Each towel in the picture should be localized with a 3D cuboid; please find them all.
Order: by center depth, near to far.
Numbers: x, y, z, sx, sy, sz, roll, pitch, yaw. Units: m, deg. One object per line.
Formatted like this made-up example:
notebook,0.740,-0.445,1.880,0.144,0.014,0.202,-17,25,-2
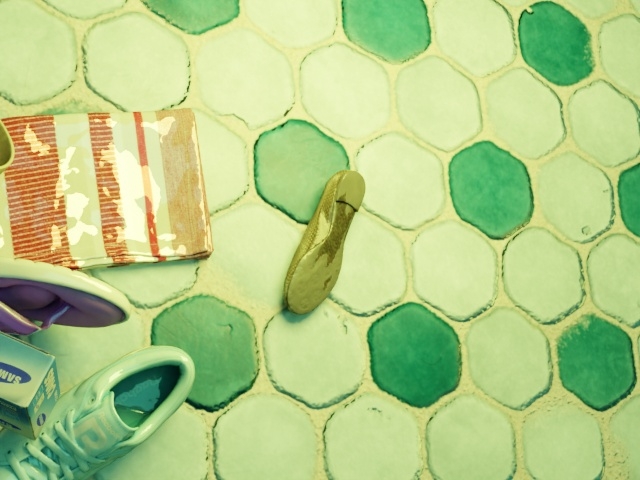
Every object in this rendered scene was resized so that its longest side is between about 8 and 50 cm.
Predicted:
towel,-0.327,-0.075,1.489,0.329,0.037,0.237,-6,80,-23

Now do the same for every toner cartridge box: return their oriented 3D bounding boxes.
toner cartridge box,-0.499,0.129,1.257,0.348,0.165,0.075,23,64,0

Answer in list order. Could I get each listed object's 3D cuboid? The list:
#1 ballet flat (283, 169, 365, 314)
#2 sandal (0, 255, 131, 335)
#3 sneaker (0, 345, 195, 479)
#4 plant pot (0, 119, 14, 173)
ballet flat,0.000,0.000,1.600,0.084,0.058,0.250,32,73,-36
sandal,-0.461,0.082,1.333,0.416,0.169,0.102,12,68,-7
sneaker,-0.321,0.253,1.354,0.366,0.150,0.135,-41,94,-24
plant pot,-0.568,-0.123,1.300,0.284,0.284,0.191,42,102,-8
